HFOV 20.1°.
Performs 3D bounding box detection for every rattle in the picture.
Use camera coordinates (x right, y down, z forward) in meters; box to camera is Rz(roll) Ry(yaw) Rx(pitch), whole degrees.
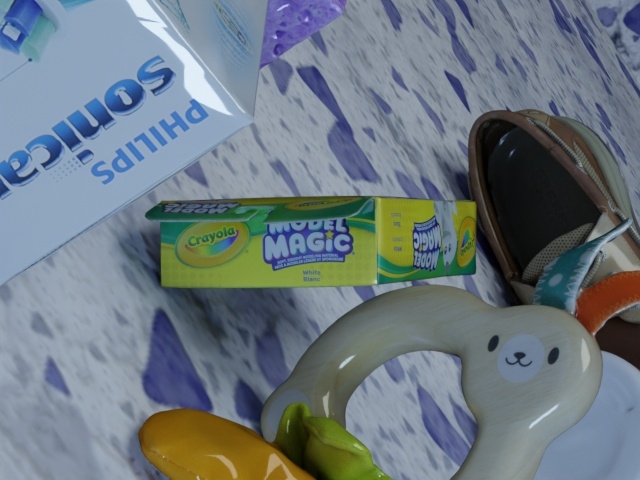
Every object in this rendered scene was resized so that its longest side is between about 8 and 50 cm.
[{"bbox_3d":[0.044,0.040,0.727,0.143,0.199,0.130,45,22,-34],"label":"rattle"}]

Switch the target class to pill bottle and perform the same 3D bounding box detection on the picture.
[{"bbox_3d":[0.186,0.139,1.095,0.180,0.108,0.108,32,31,-54],"label":"pill bottle"}]

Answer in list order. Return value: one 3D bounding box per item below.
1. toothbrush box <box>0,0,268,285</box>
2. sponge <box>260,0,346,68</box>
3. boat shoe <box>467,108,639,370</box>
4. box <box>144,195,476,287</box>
[{"bbox_3d":[-0.152,-0.164,0.672,0.295,0.126,0.216,52,19,-22],"label":"toothbrush box"},{"bbox_3d":[-0.094,-0.154,0.822,0.210,0.117,0.031,51,21,-21],"label":"sponge"},{"bbox_3d":[0.188,0.037,1.277,0.116,0.123,0.324,21,33,-51],"label":"boat shoe"},{"bbox_3d":[0.000,0.000,0.830,0.179,0.105,0.043,4,86,-69],"label":"box"}]
